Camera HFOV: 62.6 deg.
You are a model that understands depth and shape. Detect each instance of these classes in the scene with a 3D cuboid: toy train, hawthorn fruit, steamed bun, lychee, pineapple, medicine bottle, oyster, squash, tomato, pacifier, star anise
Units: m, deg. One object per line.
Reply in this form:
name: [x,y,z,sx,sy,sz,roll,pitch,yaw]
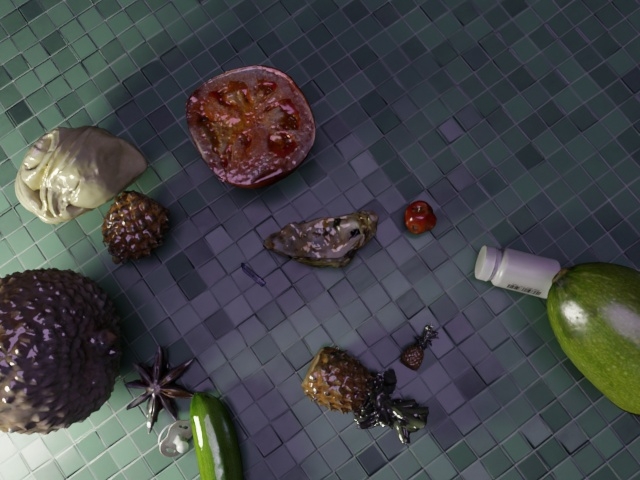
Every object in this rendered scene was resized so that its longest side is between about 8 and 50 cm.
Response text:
toy train: [-0.180,0.090,1.384,0.083,0.017,0.017,40,91,7]
hawthorn fruit: [0.257,-0.062,1.360,0.093,0.093,0.093,0,81,1]
steamed bun: [-0.618,-0.183,1.313,0.276,0.289,0.203,-51,123,-39]
lychee: [-0.654,0.253,1.201,0.432,0.380,0.380,-8,81,12]
pineapple: [-0.479,-0.024,1.345,0.166,0.166,0.193,30,92,6]
medicine bottle: [0.495,0.076,1.326,0.186,0.103,0.103,14,82,4]
oyster: [0.001,-0.003,1.370,0.294,0.094,0.166,2,63,11]
pineapple: [0.115,0.373,1.282,0.310,0.141,0.170,29,58,-2]
squash: [0.664,0.184,1.173,0.309,0.310,0.310,35,83,-12]
squash: [-0.241,0.560,1.270,0.107,0.107,0.395,-11,81,0]
tomato: [-0.172,-0.281,1.378,0.338,0.144,0.338,0,78,-2]
pineapple: [0.253,0.267,1.336,0.058,0.058,0.124,36,70,6]
pacifier: [-0.352,0.494,1.294,0.081,0.078,0.099,33,83,-38]
star anise: [-0.398,0.368,1.325,0.180,0.061,0.204,-13,83,-8]
